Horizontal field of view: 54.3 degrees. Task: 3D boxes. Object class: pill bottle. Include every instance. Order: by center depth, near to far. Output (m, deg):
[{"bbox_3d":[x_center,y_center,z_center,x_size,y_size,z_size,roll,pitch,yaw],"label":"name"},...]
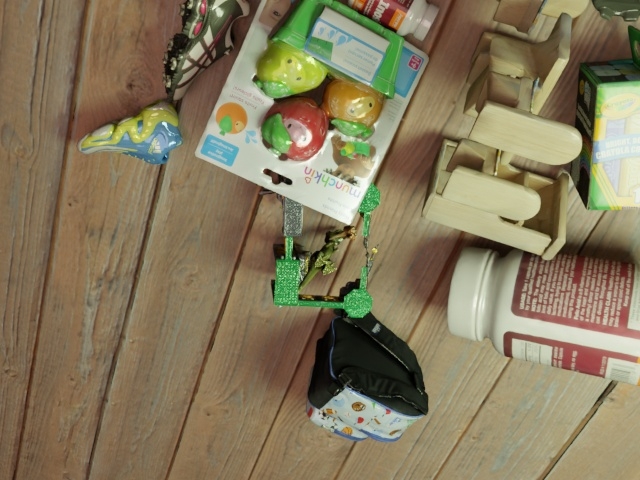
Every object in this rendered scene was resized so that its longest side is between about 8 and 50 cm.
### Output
[{"bbox_3d":[0.132,-0.422,1.114,0.152,0.086,0.086,28,118,-2],"label":"pill bottle"},{"bbox_3d":[0.461,0.134,1.210,0.392,0.224,0.224,10,119,24],"label":"pill bottle"}]

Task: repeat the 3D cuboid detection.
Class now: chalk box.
[{"bbox_3d":[0.548,-0.217,1.076,0.179,0.180,0.289,0,117,12],"label":"chalk box"}]

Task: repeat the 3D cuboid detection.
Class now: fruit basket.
[{"bbox_3d":[-0.008,-0.246,1.125,0.327,0.165,0.353,24,91,-15],"label":"fruit basket"}]

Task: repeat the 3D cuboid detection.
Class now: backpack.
[{"bbox_3d":[0.104,0.328,1.403,0.263,0.276,0.213,26,123,-9],"label":"backpack"}]

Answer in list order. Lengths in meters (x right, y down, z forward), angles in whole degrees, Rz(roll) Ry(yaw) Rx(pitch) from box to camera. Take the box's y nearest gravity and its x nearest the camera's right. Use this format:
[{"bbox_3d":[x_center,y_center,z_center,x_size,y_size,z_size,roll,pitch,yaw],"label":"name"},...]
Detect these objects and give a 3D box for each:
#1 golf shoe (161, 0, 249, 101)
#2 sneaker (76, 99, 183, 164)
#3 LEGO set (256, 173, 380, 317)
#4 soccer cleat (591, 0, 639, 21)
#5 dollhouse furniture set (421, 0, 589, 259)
[{"bbox_3d":[-0.231,-0.366,1.207,0.120,0.105,0.273,4,145,-30],"label":"golf shoe"},{"bbox_3d":[-0.401,-0.203,1.332,0.240,0.091,0.126,-18,112,19],"label":"sneaker"},{"bbox_3d":[0.000,0.000,1.326,0.254,0.192,0.331,-6,102,-6],"label":"LEGO set"},{"bbox_3d":[0.585,-0.416,1.022,0.289,0.121,0.093,6,161,-4],"label":"soccer cleat"},{"bbox_3d":[0.356,-0.173,1.053,0.256,0.362,0.394,18,144,2],"label":"dollhouse furniture set"}]
